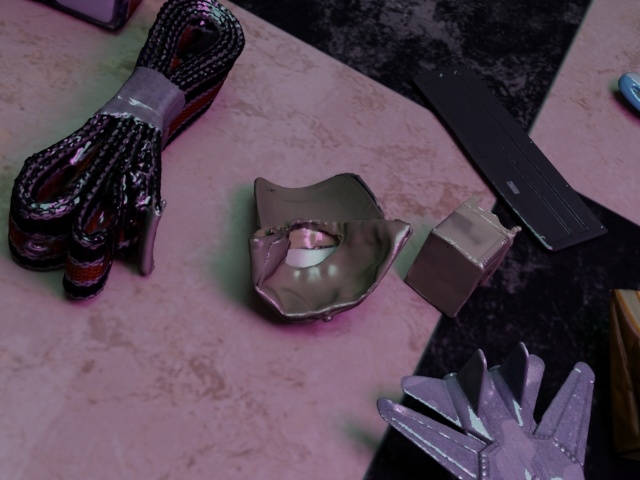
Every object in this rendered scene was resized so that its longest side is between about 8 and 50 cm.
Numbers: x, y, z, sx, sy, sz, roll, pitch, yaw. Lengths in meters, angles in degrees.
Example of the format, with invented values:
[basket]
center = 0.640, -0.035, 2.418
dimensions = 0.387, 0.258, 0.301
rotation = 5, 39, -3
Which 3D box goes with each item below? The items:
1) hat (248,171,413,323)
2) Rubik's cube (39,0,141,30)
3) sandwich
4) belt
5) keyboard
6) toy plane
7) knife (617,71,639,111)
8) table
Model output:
[hat]
center = 0.000, 0.000, 0.874
dimensions = 0.147, 0.085, 0.175
rotation = -3, 29, -9
[Rubik's cube]
center = -0.279, -0.493, 0.983
dimensions = 0.337, 0.344, 0.344
rotation = 23, 46, -2
[sandwich]
center = 0.319, 0.110, 0.830
dimensions = 0.079, 0.113, 0.163
rotation = 12, 69, -14
[belt]
center = -0.167, -0.104, 0.869
dimensions = 0.126, 0.094, 0.359
rotation = 20, 47, -2
[keyboard]
center = 0.238, -0.063, 1.033
dimensions = 0.103, 0.041, 0.381
rotation = -16, 53, -30
[toy plane]
center = 0.170, 0.216, 0.744
dimensions = 0.212, 0.088, 0.267
rotation = -6, 63, -24
[knife]
center = 0.458, -0.131, 1.172
dimensions = 0.064, 0.031, 0.222
rotation = -29, 70, -41
[table]
center = 0.137, 0.014, 0.897
dimensions = 0.062, 0.079, 0.083
rotation = 39, 48, 14
